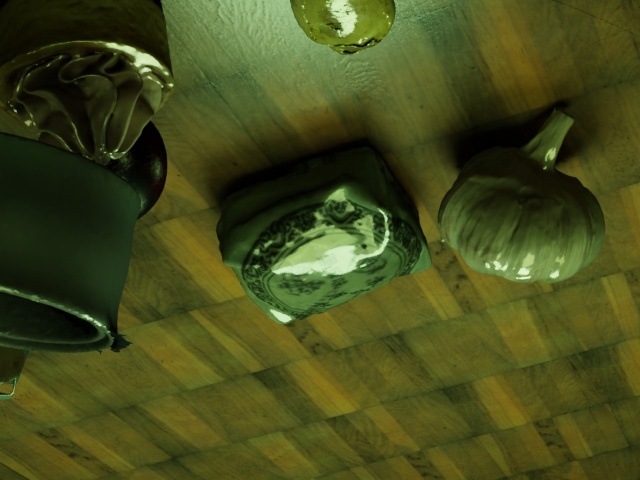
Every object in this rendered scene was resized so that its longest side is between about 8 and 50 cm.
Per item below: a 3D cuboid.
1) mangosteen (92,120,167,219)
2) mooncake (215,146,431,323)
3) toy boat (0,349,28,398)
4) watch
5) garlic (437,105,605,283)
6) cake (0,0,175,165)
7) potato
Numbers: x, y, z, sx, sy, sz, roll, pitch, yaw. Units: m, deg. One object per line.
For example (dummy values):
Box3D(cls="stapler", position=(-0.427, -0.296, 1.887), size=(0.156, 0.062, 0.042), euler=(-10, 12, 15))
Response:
Box3D(cls="mangosteen", position=(-0.247, -0.088, 1.713), size=(0.152, 0.153, 0.152), euler=(-6, 150, -4))
Box3D(cls="mooncake", position=(0.001, 0.004, 1.928), size=(0.250, 0.136, 0.254), euler=(-19, 149, 11))
Box3D(cls="toy boat", position=(-0.449, 0.138, 2.079), size=(0.092, 0.103, 0.246), euler=(4, 145, -19))
Box3D(cls="watch", position=(-0.328, 0.009, 1.510), size=(0.326, 0.314, 0.335), euler=(-2, 159, 37))
Box3D(cls="garlic", position=(0.261, -0.065, 1.861), size=(0.218, 0.218, 0.212), euler=(5, 119, -22))
Box3D(cls="cake", position=(-0.247, -0.164, 1.535), size=(0.185, 0.178, 0.208), euler=(-14, 147, 11))
Box3D(cls="potato", position=(0.022, -0.251, 1.549), size=(0.107, 0.080, 0.170), euler=(-21, 149, -4))
